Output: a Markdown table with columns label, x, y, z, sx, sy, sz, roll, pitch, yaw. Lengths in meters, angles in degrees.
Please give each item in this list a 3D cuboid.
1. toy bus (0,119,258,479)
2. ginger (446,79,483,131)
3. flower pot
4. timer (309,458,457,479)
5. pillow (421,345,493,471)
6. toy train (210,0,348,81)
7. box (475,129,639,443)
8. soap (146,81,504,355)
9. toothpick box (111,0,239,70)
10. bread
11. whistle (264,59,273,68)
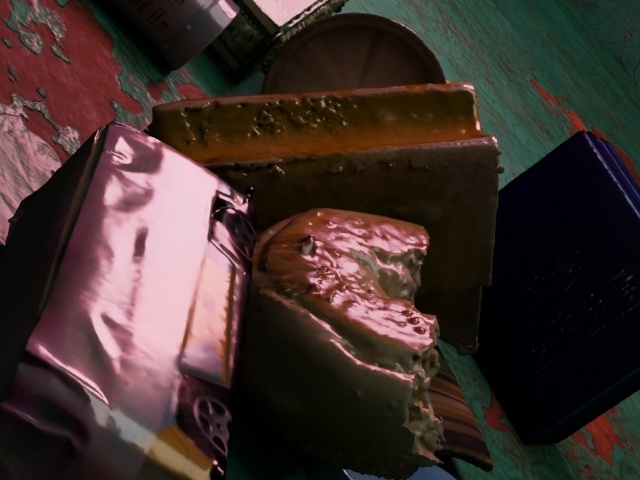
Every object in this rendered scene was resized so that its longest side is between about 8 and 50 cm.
| label | x | y | z | sx | sy | sz | roll | pitch | yaw |
| --- | --- | --- | --- | --- | --- | --- | --- | --- | --- |
| toy bus | -0.159 | 0.078 | 1.110 | 0.162 | 0.171 | 0.386 | 33 | 28 | -18 |
| ginger | 0.196 | -0.160 | 2.189 | 0.133 | 0.059 | 0.214 | 64 | -1 | -8 |
| flower pot | 0.047 | -0.178 | 1.845 | 0.212 | 0.212 | 0.202 | 48 | 16 | -9 |
| timer | 0.103 | 0.299 | 1.421 | 0.232 | 0.091 | 0.250 | 22 | 24 | -49 |
| pillow | 0.079 | 0.133 | 1.614 | 0.208 | 0.052 | 0.212 | 25 | 32 | -49 |
| toy train | -0.062 | -0.306 | 1.868 | 0.154 | 0.115 | 0.269 | 49 | 43 | -2 |
| box | 0.297 | 0.058 | 1.873 | 0.116 | 0.261 | 0.279 | 12 | 44 | -61 |
| soap | 0.000 | 0.000 | 1.616 | 0.169 | 0.338 | 0.304 | -104 | -168 | -54 |
| toothpick box | -0.172 | -0.271 | 1.676 | 0.153 | 0.101 | 0.101 | 46 | 23 | -14 |
| bread | 0.001 | 0.086 | 1.381 | 0.192 | 0.171 | 0.314 | 14 | 27 | -13 |
| whistle | -0.081 | -0.259 | 1.917 | 0.057 | 0.046 | 0.109 | 40 | 27 | -64 |
